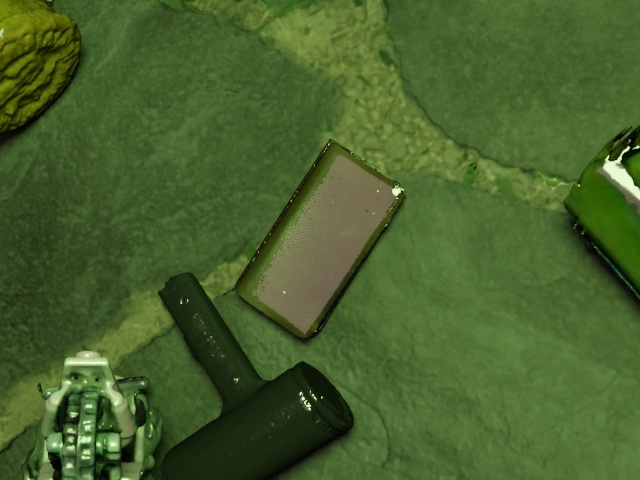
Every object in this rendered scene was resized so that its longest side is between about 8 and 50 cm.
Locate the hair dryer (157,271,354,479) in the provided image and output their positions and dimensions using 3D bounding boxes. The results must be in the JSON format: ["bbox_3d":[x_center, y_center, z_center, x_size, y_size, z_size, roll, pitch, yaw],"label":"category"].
[{"bbox_3d":[-0.106,0.145,1.033,0.197,0.089,0.251,-36,68,12],"label":"hair dryer"}]

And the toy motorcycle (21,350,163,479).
[{"bbox_3d":[-0.230,0.195,0.959,0.143,0.327,0.188,0,63,-9],"label":"toy motorcycle"}]

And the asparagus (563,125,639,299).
[{"bbox_3d":[0.378,0.065,0.882,0.128,0.108,0.382,-39,79,15],"label":"asparagus"}]

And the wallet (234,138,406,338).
[{"bbox_3d":[0.000,0.000,1.029,0.110,0.031,0.198,34,95,15],"label":"wallet"}]

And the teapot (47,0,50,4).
[{"bbox_3d":[-0.349,-0.308,1.142,0.064,0.064,0.083,12,121,9],"label":"teapot"}]

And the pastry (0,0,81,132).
[{"bbox_3d":[-0.361,-0.205,1.069,0.103,0.189,0.188,44,98,11],"label":"pastry"}]
